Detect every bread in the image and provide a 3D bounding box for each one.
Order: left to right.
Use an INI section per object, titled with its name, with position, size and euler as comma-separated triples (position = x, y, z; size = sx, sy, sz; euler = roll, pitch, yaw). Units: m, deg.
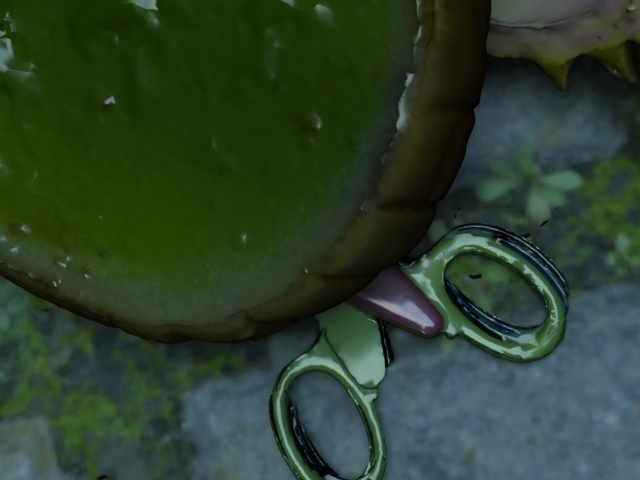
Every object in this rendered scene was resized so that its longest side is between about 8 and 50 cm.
[bread]
position = -0.054, -0.071, 0.418
size = 0.236, 0.070, 0.236
euler = 2, 96, 24

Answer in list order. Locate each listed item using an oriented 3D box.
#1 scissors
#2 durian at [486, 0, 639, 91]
[scissors]
position = 0.000, 0.000, 0.467
size = 0.133, 0.020, 0.187
euler = -38, 76, -8
[durian]
position = 0.136, -0.157, 0.436
size = 0.305, 0.186, 0.195
euler = 40, 56, 21
